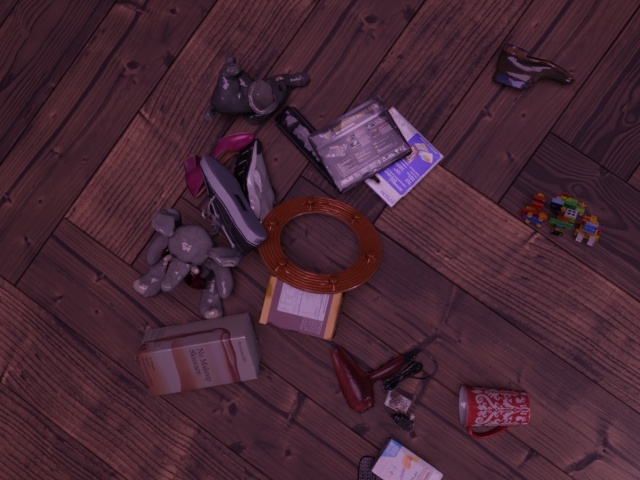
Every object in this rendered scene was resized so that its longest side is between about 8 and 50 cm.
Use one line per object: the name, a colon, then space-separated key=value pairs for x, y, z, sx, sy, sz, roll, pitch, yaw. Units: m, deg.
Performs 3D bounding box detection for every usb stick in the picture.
usb stick: x=-0.017 y=-0.264 z=1.979 sx=0.077 sy=0.045 sz=0.278 roll=-44 pitch=85 yaw=8

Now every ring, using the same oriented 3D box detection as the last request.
ring: x=0.000 y=0.000 z=1.871 sx=0.337 sy=0.032 sz=0.336 roll=6 pitch=49 yaw=-7

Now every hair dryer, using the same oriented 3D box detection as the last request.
hair dryer: x=0.156 y=0.376 z=1.937 sx=0.294 sy=0.080 sz=0.223 roll=23 pitch=74 yaw=0

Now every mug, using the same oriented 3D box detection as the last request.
mug: x=0.466 y=0.458 z=1.893 sx=0.170 sy=0.150 sz=0.113 roll=1 pitch=51 yaw=1

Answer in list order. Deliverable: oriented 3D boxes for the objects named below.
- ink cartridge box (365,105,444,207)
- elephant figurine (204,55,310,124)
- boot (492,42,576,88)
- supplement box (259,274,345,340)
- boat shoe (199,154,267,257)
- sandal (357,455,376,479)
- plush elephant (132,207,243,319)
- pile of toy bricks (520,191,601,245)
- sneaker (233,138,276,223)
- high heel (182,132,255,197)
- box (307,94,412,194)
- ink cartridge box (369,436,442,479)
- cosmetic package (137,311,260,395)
ink cartridge box: x=0.199 y=-0.232 z=1.959 sx=0.208 sy=0.045 sz=0.206 roll=-44 pitch=84 yaw=0
elephant figurine: x=-0.173 y=-0.403 z=1.953 sx=0.240 sy=0.169 sz=0.186 roll=21 pitch=119 yaw=-10
boot: x=0.587 y=-0.456 z=1.937 sx=0.219 sy=0.082 sz=0.106 roll=25 pitch=112 yaw=1
supplement box: x=-0.044 y=0.179 z=1.887 sx=0.194 sy=0.191 sz=0.129 roll=14 pitch=87 yaw=5
boat shoe: x=-0.255 y=-0.091 z=1.868 sx=0.105 sy=0.113 sz=0.306 roll=-41 pitch=71 yaw=20
sandal: x=0.122 y=0.688 z=1.933 sx=0.067 sy=0.040 sz=0.179 roll=12 pitch=74 yaw=0
plush elephant: x=-0.354 y=0.050 z=1.886 sx=0.272 sy=0.255 sz=0.329 roll=27 pitch=90 yaw=5
pile of toy bricks: x=0.664 y=-0.083 z=1.896 sx=0.212 sy=0.118 sz=0.105 roll=20 pitch=57 yaw=14
sneaker: x=-0.179 y=-0.154 z=1.973 sx=0.108 sy=0.100 sz=0.271 roll=5 pitch=76 yaw=-33
high heel: x=-0.278 y=-0.215 z=1.962 sx=0.244 sy=0.082 sz=0.117 roll=-21 pitch=77 yaw=15
box: x=0.107 y=-0.261 z=1.918 sx=0.231 sy=0.056 sz=0.183 roll=-31 pitch=84 yaw=1
ink cartridge box: x=0.238 y=0.631 z=1.901 sx=0.181 sy=0.061 sz=0.104 roll=33 pitch=79 yaw=4
cosmetic package: x=-0.326 y=0.311 z=1.913 sx=0.297 sy=0.129 sz=0.153 roll=-12 pitch=115 yaw=4
